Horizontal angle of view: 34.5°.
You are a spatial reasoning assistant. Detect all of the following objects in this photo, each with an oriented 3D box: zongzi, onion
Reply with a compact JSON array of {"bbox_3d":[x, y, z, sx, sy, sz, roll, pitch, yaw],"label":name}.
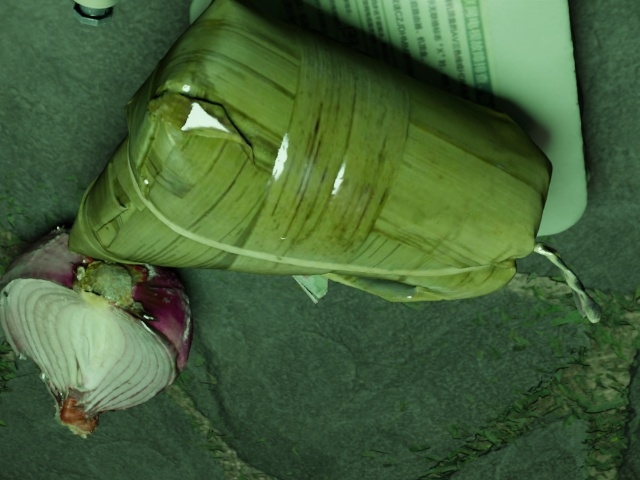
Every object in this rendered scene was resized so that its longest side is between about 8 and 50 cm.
[{"bbox_3d":[0.004,-0.019,1.137,0.500,0.218,0.467,21,153,-17],"label":"zongzi"},{"bbox_3d":[-0.304,0.121,1.434,0.267,0.159,0.348,28,137,1],"label":"onion"}]

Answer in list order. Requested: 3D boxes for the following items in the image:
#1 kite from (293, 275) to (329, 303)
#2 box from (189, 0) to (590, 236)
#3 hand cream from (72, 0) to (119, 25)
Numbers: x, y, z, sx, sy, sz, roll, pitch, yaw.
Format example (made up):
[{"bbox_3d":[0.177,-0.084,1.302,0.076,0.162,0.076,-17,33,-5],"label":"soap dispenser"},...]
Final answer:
[{"bbox_3d":[0.023,-0.005,1.216,0.250,0.012,0.229,15,132,2],"label":"kite"},{"bbox_3d":[0.091,-0.161,1.155,0.396,0.111,0.396,-6,129,14],"label":"box"},{"bbox_3d":[-0.227,-0.349,1.072,0.059,0.095,0.276,34,136,15],"label":"hand cream"}]
